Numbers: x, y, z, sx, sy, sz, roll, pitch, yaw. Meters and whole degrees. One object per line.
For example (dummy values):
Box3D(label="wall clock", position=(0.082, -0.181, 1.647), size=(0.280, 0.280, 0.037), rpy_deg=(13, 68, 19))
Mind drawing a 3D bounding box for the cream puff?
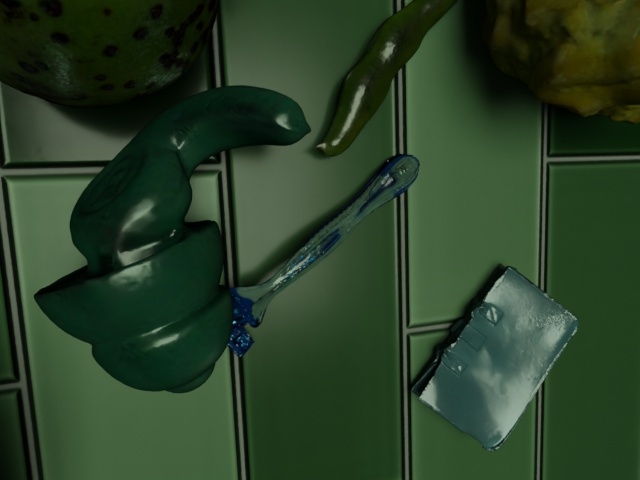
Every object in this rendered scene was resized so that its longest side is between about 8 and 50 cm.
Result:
Box3D(label="cream puff", position=(0.358, -0.257, 0.497), size=(0.257, 0.291, 0.324), rpy_deg=(44, 66, -45))

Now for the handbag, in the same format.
Box3D(label="handbag", position=(0.238, 0.156, 0.595), size=(0.144, 0.057, 0.221), rpy_deg=(40, 85, -12))

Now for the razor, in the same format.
Box3D(label="razor", position=(0.003, 0.001, 0.510), size=(0.324, 0.056, 0.093), rpy_deg=(-40, 103, -9))

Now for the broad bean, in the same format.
Box3D(label="broad bean", position=(0.083, -0.221, 0.514), size=(0.060, 0.043, 0.297), rpy_deg=(40, 83, -26))

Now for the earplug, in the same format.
Box3D(label="earplug", position=(-0.134, 0.004, 0.424), size=(0.257, 0.164, 0.280), rpy_deg=(-18, 102, -28))

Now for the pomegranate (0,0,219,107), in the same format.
Box3D(label="pomegranate", position=(-0.184, -0.242, 0.342), size=(0.270, 0.254, 0.254), rpy_deg=(-30, 103, -21))
